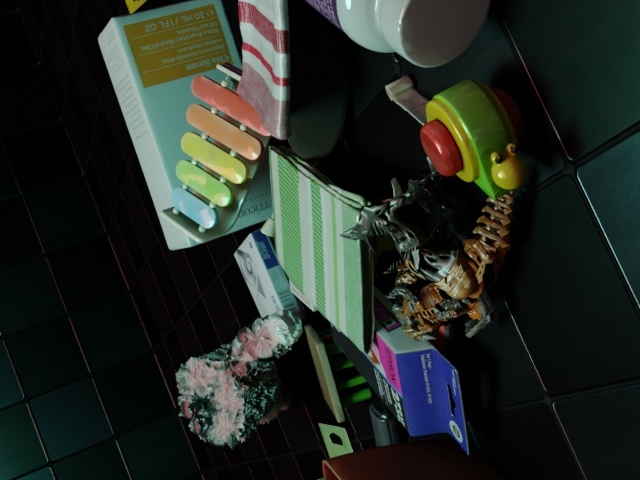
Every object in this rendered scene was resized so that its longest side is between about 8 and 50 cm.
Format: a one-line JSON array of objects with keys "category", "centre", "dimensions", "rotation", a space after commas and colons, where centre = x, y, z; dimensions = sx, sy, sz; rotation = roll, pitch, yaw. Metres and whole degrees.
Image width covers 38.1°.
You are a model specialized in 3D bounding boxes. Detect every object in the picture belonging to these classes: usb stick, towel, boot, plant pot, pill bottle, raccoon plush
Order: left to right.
[{"category": "towel", "centre": [-0.089, -0.341, 1.395], "dimensions": [0.237, 0.037, 0.329], "rotation": [-126, 32, -60]}, {"category": "raccoon plush", "centre": [-0.104, 0.296, 2.053], "dimensions": [0.446, 0.299, 0.216], "rotation": [-32, 80, 35]}, {"category": "boot", "centre": [-0.023, -0.284, 1.472], "dimensions": [0.115, 0.112, 0.306], "rotation": [-127, 30, -71]}, {"category": "towel", "centre": [0.000, 0.000, 1.483], "dimensions": [0.325, 0.038, 0.248], "rotation": [39, 136, 55]}, {"category": "pill bottle", "centre": [0.064, -0.330, 1.115], "dimensions": [0.301, 0.169, 0.169], "rotation": [50, 150, 41]}, {"category": "usb stick", "centre": [0.138, 0.428, 1.739], "dimensions": [0.077, 0.045, 0.278], "rotation": [28, 134, 57]}, {"category": "plant pot", "centre": [0.179, 0.462, 1.426], "dimensions": [0.267, 0.235, 0.267], "rotation": [39, 143, 52]}]

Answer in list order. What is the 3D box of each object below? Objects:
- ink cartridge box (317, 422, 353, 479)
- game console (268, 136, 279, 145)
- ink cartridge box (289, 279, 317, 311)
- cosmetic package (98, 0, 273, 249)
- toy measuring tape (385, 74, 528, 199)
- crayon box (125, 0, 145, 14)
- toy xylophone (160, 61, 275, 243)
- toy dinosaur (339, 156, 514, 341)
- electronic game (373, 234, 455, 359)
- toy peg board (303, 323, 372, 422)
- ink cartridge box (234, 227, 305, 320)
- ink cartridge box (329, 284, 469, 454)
[{"category": "ink cartridge box", "centre": [0.043, 0.525, 2.029], "dimensions": [0.235, 0.056, 0.171], "rotation": [68, 158, -1]}, {"category": "game console", "centre": [-0.081, -0.248, 1.650], "dimensions": [0.071, 0.107, 0.122], "rotation": [36, -150, -79]}, {"category": "ink cartridge box", "centre": [-0.020, 0.053, 1.772], "dimensions": [0.099, 0.056, 0.135], "rotation": [37, 140, 52]}, {"category": "cosmetic package", "centre": [-0.252, -0.231, 1.842], "dimensions": [0.161, 0.230, 0.454], "rotation": [-6, 104, 66]}, {"category": "toy measuring tape", "centre": [0.154, -0.162, 1.135], "dimensions": [0.330, 0.121, 0.121], "rotation": [-125, 25, -51]}, {"category": "crayon box", "centre": [-0.412, -0.676, 2.031], "dimensions": [0.202, 0.081, 0.319], "rotation": [4, 112, 66]}, {"category": "toy xylophone", "centre": [-0.153, -0.143, 1.648], "dimensions": [0.236, 0.081, 0.323], "rotation": [24, 104, 30]}, {"category": "toy dinosaur", "centre": [0.172, 0.011, 1.240], "dimensions": [0.218, 0.164, 0.322], "rotation": [49, 123, 12]}, {"category": "electronic game", "centre": [0.138, 0.089, 1.453], "dimensions": [0.229, 0.048, 0.229], "rotation": [48, 149, 43]}, {"category": "toy peg board", "centre": [0.036, 0.246, 1.808], "dimensions": [0.160, 0.079, 0.161], "rotation": [-140, 34, -77]}, {"category": "ink cartridge box", "centre": [-0.124, 0.108, 2.071], "dimensions": [0.223, 0.045, 0.224], "rotation": [65, 158, 11]}, {"category": "ink cartridge box", "centre": [0.109, 0.180, 1.481], "dimensions": [0.371, 0.069, 0.176], "rotation": [43, 152, 52]}]
